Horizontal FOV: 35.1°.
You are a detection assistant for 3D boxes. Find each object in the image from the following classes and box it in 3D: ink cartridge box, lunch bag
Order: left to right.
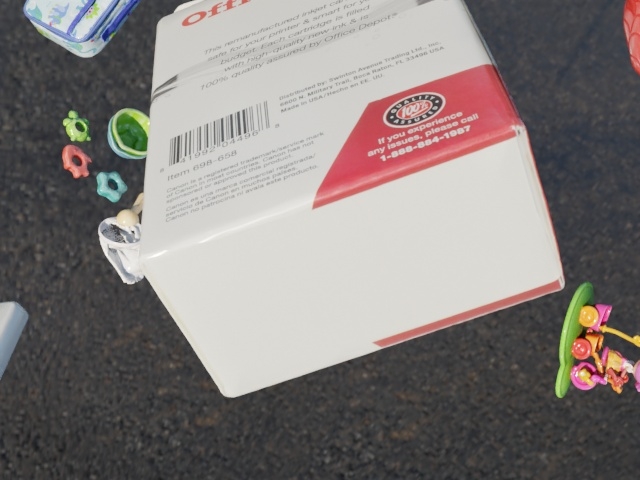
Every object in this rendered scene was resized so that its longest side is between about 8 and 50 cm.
[{"bbox_3d":[-0.450,-0.476,1.966,0.176,0.090,0.219,32,79,17],"label":"lunch bag"},{"bbox_3d":[0.007,-0.065,0.608,0.196,0.114,0.273,-19,38,8],"label":"ink cartridge box"}]

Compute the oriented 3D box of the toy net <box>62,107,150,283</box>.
[{"bbox_3d":[-0.257,-0.062,1.278,0.122,0.045,0.232,9,61,-42],"label":"toy net"}]

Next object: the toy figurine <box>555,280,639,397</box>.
[{"bbox_3d":[0.428,0.160,1.419,0.159,0.173,0.130,15,6,28],"label":"toy figurine"}]

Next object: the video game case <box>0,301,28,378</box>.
[{"bbox_3d":[-0.298,0.129,0.677,0.173,0.022,0.190,-7,48,26],"label":"video game case"}]

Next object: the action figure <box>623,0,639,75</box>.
[{"bbox_3d":[0.122,-0.132,0.269,0.091,0.280,0.139,-21,51,9],"label":"action figure"}]
